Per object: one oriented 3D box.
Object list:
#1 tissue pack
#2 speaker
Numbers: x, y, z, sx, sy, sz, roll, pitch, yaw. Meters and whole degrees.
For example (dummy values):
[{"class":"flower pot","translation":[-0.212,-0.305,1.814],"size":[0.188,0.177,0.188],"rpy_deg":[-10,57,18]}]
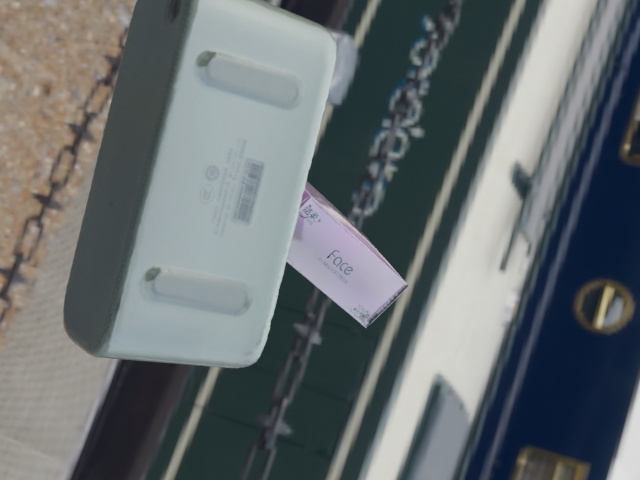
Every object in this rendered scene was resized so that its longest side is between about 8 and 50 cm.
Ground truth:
[{"class":"tissue pack","translation":[0.000,0.000,1.683],"size":[0.092,0.148,0.246],"rpy_deg":[-44,131,5]},{"class":"speaker","translation":[-0.130,-0.067,1.311],"size":[0.184,0.183,0.406],"rpy_deg":[13,92,-30]}]
